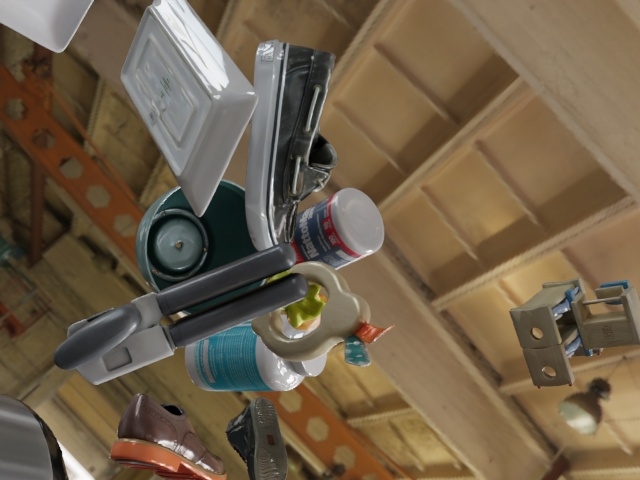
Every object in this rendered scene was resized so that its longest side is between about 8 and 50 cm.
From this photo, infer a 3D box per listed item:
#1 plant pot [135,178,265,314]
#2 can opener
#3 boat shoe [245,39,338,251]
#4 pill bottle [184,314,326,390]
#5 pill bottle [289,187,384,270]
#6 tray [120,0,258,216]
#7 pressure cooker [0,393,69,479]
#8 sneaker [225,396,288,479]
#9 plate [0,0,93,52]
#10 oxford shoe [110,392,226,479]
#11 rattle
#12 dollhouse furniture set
[{"bbox_3d":[-0.277,0.012,1.882,0.196,0.293,0.293,4,-48,57],"label":"plant pot"},{"bbox_3d":[-0.153,0.085,0.962,0.095,0.283,0.076,-81,150,-85],"label":"can opener"},{"bbox_3d":[-0.036,-0.110,1.196,0.119,0.121,0.335,7,-49,3],"label":"boat shoe"},{"bbox_3d":[-0.122,0.218,1.682,0.264,0.146,0.146,-6,-53,33],"label":"pill bottle"},{"bbox_3d":[0.000,0.000,1.352,0.180,0.108,0.108,-28,-74,39],"label":"pill bottle"},{"bbox_3d":[-0.154,-0.159,0.919,0.145,0.030,0.270,-62,-139,26],"label":"tray"},{"bbox_3d":[-0.531,0.302,0.928,0.375,0.369,0.420,30,0,43],"label":"pressure cooker"},{"bbox_3d":[-0.138,0.457,1.854,0.083,0.222,0.118,22,-47,-32],"label":"sneaker"},{"bbox_3d":[-0.428,-0.452,1.267,0.278,0.277,0.045,23,15,-49],"label":"plate"},{"bbox_3d":[-0.198,0.288,1.241,0.097,0.098,0.271,0,-23,17],"label":"oxford shoe"},{"bbox_3d":[0.025,0.113,1.049,0.200,0.130,0.142,11,-36,34],"label":"rattle"},{"bbox_3d":[0.406,0.131,1.291,0.184,0.129,0.129,-13,-81,42],"label":"dollhouse furniture set"}]
